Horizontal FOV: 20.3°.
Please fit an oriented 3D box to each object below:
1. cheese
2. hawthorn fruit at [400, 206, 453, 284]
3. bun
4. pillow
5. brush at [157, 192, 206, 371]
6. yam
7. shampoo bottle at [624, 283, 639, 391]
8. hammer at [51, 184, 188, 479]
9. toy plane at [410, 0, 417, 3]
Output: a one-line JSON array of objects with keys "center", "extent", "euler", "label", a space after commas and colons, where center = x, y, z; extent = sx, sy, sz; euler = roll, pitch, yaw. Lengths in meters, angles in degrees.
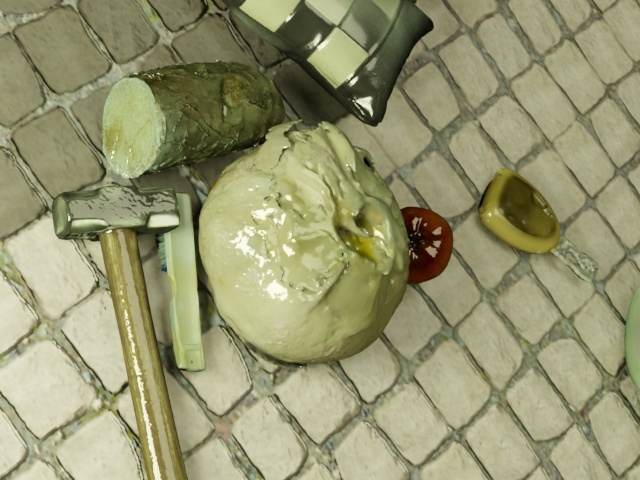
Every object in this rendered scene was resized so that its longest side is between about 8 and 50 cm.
[{"center": [0.249, -0.007, 2.017], "extent": [0.162, 0.036, 0.086], "euler": [39, 48, -17], "label": "cheese"}, {"center": [0.099, 0.007, 1.851], "extent": [0.081, 0.093, 0.081], "euler": [-1, 79, 4], "label": "hawthorn fruit"}, {"center": [0.000, 0.000, 1.712], "extent": [0.239, 0.141, 0.239], "euler": [18, 64, -42], "label": "bun"}, {"center": [-0.004, -0.251, 1.891], "extent": [0.250, 0.106, 0.186], "euler": [40, 46, -11], "label": "pillow"}, {"center": [-0.133, 0.039, 1.670], "extent": [0.033, 0.030, 0.178], "euler": [14, 62, -43], "label": "brush"}, {"center": [-0.125, -0.120, 1.716], "extent": [0.183, 0.107, 0.107], "euler": [-15, 77, -47], "label": "yam"}, {"center": [0.521, 0.159, 2.074], "extent": [0.349, 0.151, 0.222], "euler": [27, 45, -26], "label": "shampoo bottle"}, {"center": [-0.152, 0.125, 1.593], "extent": [0.111, 0.043, 0.365], "euler": [-5, 74, -28], "label": "hammer"}, {"center": [0.037, -0.359, 1.951], "extent": [0.286, 0.092, 0.108], "euler": [54, -2, -34], "label": "toy plane"}]
